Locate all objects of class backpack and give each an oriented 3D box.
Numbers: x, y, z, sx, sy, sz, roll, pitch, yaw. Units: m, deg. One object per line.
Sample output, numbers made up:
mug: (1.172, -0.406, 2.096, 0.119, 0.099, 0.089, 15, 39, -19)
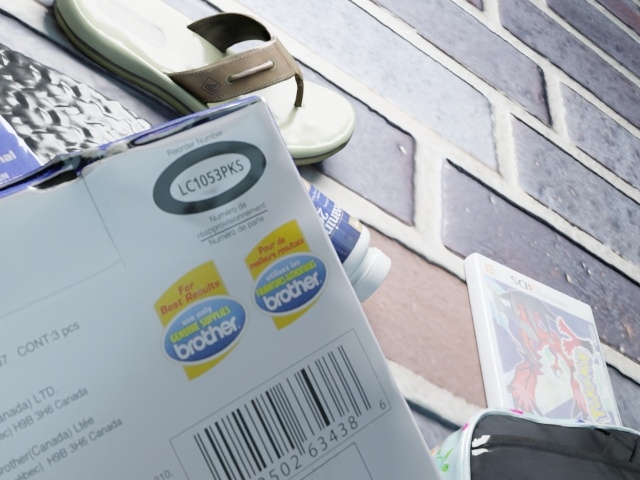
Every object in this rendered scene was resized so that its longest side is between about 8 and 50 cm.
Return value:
backpack: (0.150, 0.235, 0.601, 0.253, 0.191, 0.225, 22, 42, -39)

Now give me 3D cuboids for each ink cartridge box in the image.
ink cartridge box: (-0.099, 0.113, 0.387, 0.270, 0.151, 0.395, -27, 95, -35)

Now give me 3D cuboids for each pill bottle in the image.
pill bottle: (0.000, 0.000, 0.759, 0.120, 0.067, 0.067, 37, 40, -13)

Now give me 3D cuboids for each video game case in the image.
video game case: (0.233, 0.124, 0.907, 0.183, 0.023, 0.201, 23, 45, -28)

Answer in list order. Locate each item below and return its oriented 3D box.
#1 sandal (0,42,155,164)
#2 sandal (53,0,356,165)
sandal: (-0.210, -0.041, 0.587, 0.445, 0.107, 0.167, 33, 40, 2)
sandal: (-0.089, -0.162, 0.796, 0.302, 0.086, 0.120, 25, 44, -26)
